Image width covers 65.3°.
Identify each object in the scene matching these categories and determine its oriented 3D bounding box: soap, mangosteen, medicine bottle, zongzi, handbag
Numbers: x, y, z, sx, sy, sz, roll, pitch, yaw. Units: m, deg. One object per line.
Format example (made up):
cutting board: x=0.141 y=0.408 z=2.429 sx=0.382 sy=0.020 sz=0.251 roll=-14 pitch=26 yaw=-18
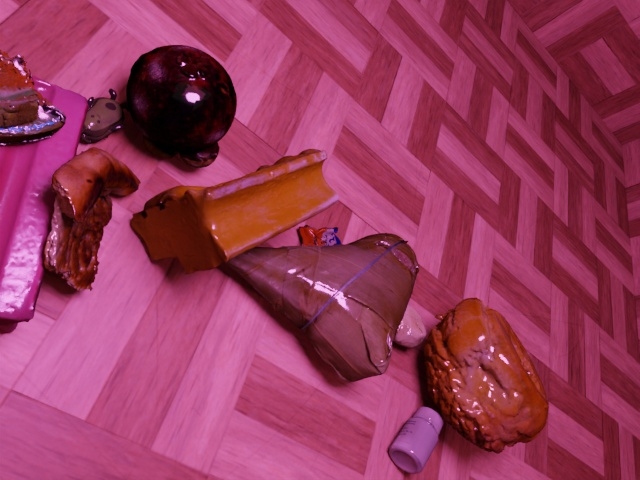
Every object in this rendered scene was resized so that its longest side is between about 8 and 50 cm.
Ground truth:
soap: x=-0.149 y=-0.058 z=0.879 sx=0.281 sy=0.259 sz=0.142 roll=-31 pitch=107 yaw=-42
soap: x=-0.484 y=-0.073 z=0.680 sx=0.233 sy=0.128 sz=0.359 roll=20 pitch=61 yaw=-35
mangosteen: x=-0.250 y=-0.246 z=0.902 sx=0.210 sy=0.210 sz=0.209 roll=16 pitch=63 yaw=-35
medicine bottle: x=0.214 y=0.435 z=1.096 sx=0.130 sy=0.080 sz=0.080 roll=-39 pitch=99 yaw=-43
zongzi: x=0.020 y=0.046 z=1.049 sx=0.393 sy=0.174 sz=0.356 roll=40 pitch=44 yaw=-5
handbag: x=-0.385 y=-0.211 z=0.874 sx=0.072 sy=0.047 sz=0.111 roll=42 pitch=48 yaw=-19

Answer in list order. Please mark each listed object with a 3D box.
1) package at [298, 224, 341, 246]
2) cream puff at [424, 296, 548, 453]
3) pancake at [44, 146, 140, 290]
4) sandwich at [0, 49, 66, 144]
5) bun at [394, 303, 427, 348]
package: x=-0.001 y=0.001 z=1.126 sx=0.111 sy=0.033 sz=0.077 roll=-9 pitch=102 yaw=-28
cream puff: x=0.363 y=0.311 z=1.155 sx=0.343 sy=0.231 sz=0.327 roll=49 pitch=24 yaw=-25
pancake: x=-0.338 y=-0.056 z=0.743 sx=0.056 sy=0.212 sz=0.257 roll=5 pitch=57 yaw=-5
sandwich: x=-0.441 y=-0.198 z=0.623 sx=0.235 sy=0.079 sz=0.159 roll=25 pitch=58 yaw=-35
bun: x=0.200 y=0.206 z=1.186 sx=0.115 sy=0.069 sz=0.115 roll=40 pitch=31 yaw=-31
